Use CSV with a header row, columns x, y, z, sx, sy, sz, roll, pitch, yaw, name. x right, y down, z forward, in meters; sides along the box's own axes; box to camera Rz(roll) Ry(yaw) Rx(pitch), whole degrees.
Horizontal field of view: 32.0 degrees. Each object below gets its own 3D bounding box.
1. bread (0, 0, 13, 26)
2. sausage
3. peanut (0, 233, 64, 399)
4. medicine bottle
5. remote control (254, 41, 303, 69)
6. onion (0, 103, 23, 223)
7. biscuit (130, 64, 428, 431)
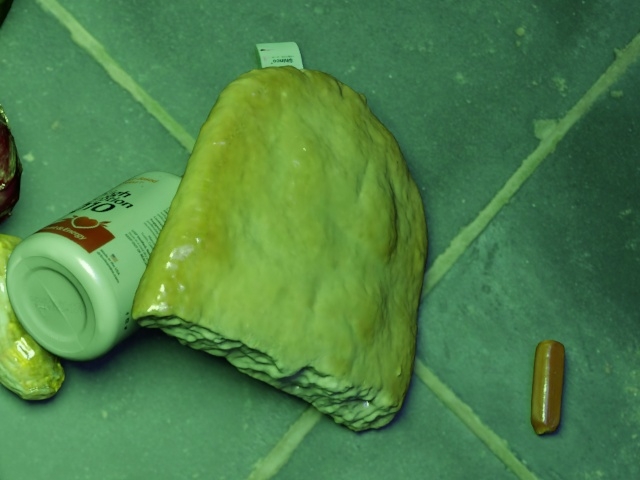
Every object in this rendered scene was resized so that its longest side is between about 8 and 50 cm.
x,y,z,sx,sy,sz,roll,pitch,yaw,name
-0.553,-0.373,1.381,0.366,0.129,0.382,-25,83,-27,bread
0.313,0.204,1.542,0.041,0.039,0.131,17,69,-21,sausage
-0.360,0.091,1.321,0.087,0.087,0.206,-14,76,-22,peanut
-0.221,0.013,1.324,0.157,0.157,0.289,49,39,1,medicine bottle
-0.047,-0.197,1.553,0.065,0.029,0.166,-7,80,-22,remote control
-0.450,-0.114,1.267,0.190,0.246,0.246,-36,87,-27,onion
0.001,0.000,1.386,0.429,0.104,0.446,38,55,-34,biscuit
